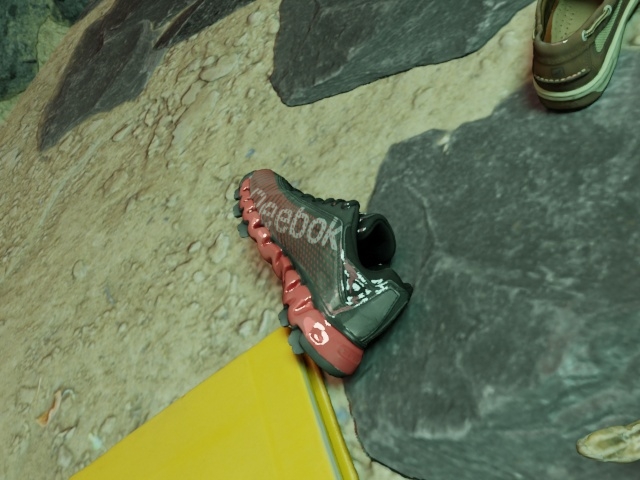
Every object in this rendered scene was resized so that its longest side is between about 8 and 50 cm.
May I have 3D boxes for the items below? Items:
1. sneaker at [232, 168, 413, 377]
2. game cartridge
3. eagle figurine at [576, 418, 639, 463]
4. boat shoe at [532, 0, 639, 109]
[{"bbox_3d":[0.000,0.000,0.581,0.135,0.097,0.276,-40,47,9],"label":"sneaker"},{"bbox_3d":[-0.106,0.276,0.513,0.323,0.052,0.285,-37,45,14],"label":"game cartridge"},{"bbox_3d":[0.300,0.134,0.198,0.226,0.225,0.298,-41,31,-3],"label":"eagle figurine"},{"bbox_3d":[0.265,-0.258,0.555,0.095,0.095,0.257,1,62,38],"label":"boat shoe"}]
